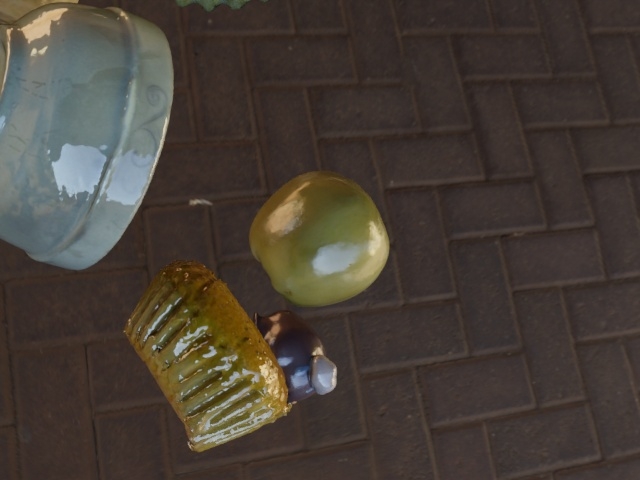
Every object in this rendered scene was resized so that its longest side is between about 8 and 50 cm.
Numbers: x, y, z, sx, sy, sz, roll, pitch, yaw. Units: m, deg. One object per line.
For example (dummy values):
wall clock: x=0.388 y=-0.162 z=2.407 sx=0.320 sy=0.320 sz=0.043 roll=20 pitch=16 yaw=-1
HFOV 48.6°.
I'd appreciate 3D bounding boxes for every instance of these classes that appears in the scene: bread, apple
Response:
bread: x=-0.142 y=0.138 z=0.873 sx=0.139 sy=0.240 sz=0.240 roll=-31 pitch=83 yaw=-12
apple: x=0.000 y=0.000 z=1.318 sx=0.262 sy=0.262 sz=0.262 roll=6 pitch=70 yaw=-16

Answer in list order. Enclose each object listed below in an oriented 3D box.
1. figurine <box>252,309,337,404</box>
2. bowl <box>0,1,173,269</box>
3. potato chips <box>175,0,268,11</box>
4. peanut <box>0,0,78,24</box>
figurine: x=-0.161 y=0.285 z=1.627 sx=0.364 sy=0.206 sz=0.218 roll=-13 pitch=75 yaw=-7
bowl: x=-0.305 y=-0.130 z=0.797 sx=0.163 sy=0.307 sz=0.307 roll=18 pitch=64 yaw=-42
potato chips: x=-0.181 y=-0.537 z=1.217 sx=0.358 sy=0.429 sz=0.070 roll=8 pitch=70 yaw=-16
peanut: x=-0.451 y=-0.350 z=0.951 sx=0.256 sy=0.123 sz=0.124 roll=-7 pitch=73 yaw=-38
